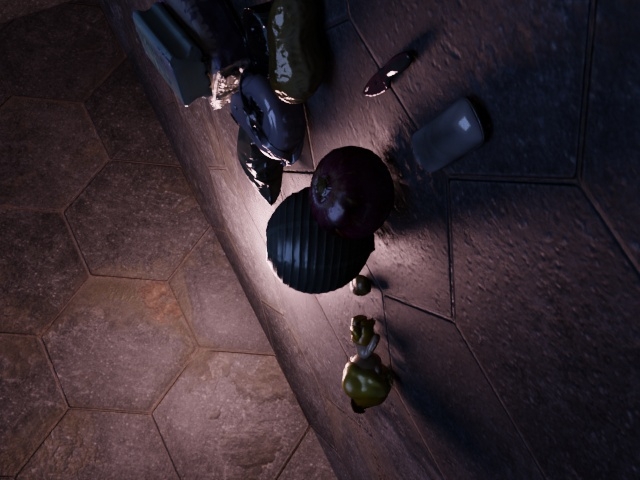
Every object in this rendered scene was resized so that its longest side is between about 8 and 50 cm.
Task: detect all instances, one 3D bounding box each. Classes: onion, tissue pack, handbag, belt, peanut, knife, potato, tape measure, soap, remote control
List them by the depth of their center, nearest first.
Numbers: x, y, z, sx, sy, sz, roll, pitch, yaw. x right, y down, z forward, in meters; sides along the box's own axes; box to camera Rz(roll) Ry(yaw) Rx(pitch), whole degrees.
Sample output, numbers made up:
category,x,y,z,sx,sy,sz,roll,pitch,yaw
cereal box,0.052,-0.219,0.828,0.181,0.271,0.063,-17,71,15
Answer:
category,x,y,z,sx,sy,sz,roll,pitch,yaw
remote control,0.179,-0.148,1.182,0.073,0.044,0.229,63,164,0
knife,0.108,-0.265,1.310,0.035,0.018,0.247,64,168,-2
onion,0.059,-0.088,1.490,0.177,0.154,0.177,168,90,-75
peanut,-0.044,-0.365,1.507,0.120,0.110,0.236,-99,7,-47
belt,-0.099,-0.416,1.659,0.198,0.078,0.151,-134,29,-55
tape measure,-0.113,-0.293,1.817,0.236,0.120,0.197,53,153,25
potato,0.091,0.103,1.856,0.051,0.040,0.083,61,166,-1
soap,-0.370,-0.465,1.996,0.261,0.094,0.150,51,158,36
handbag,-0.147,-0.223,2.034,0.270,0.117,0.182,91,164,-51
tissue pack,-0.293,-0.533,2.050,0.343,0.125,0.242,62,163,8

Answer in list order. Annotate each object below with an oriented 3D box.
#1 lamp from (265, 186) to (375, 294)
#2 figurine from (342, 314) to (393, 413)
category,x,y,z,sx,sy,sz,roll,pitch,yaw
lamp,0.000,0.000,1.677,0.233,0.233,0.265,64,169,9
figurine,0.111,0.304,1.963,0.156,0.131,0.246,14,117,53
